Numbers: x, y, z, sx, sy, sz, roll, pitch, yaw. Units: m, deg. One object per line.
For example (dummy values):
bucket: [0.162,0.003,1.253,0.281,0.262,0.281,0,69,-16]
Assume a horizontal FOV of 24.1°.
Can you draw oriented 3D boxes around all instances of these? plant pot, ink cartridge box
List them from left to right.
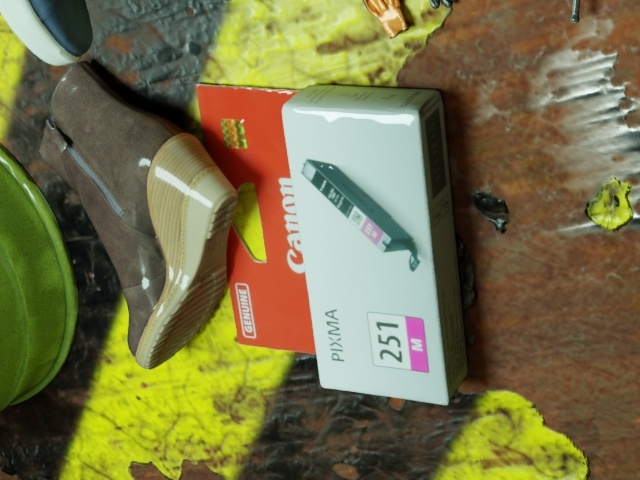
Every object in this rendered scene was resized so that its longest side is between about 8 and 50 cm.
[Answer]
plant pot: [-0.486,0.088,1.438,0.366,0.353,0.366,13,121,23]
ink cartridge box: [0.000,0.000,1.307,0.239,0.060,0.275,5,117,26]

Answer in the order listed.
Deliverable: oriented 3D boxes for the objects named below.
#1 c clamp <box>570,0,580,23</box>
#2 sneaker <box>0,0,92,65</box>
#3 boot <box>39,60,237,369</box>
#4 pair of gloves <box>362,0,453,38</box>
c clamp: [0.255,-0.224,1.071,0.160,0.022,0.137,5,112,29]
sneaker: [-0.195,-0.304,1.119,0.148,0.131,0.350,-11,116,3]
boot: [-0.181,-0.021,1.398,0.207,0.090,0.248,38,130,21]
pair of gloves: [0.066,-0.207,1.188,0.083,0.010,0.074,-25,100,33]
